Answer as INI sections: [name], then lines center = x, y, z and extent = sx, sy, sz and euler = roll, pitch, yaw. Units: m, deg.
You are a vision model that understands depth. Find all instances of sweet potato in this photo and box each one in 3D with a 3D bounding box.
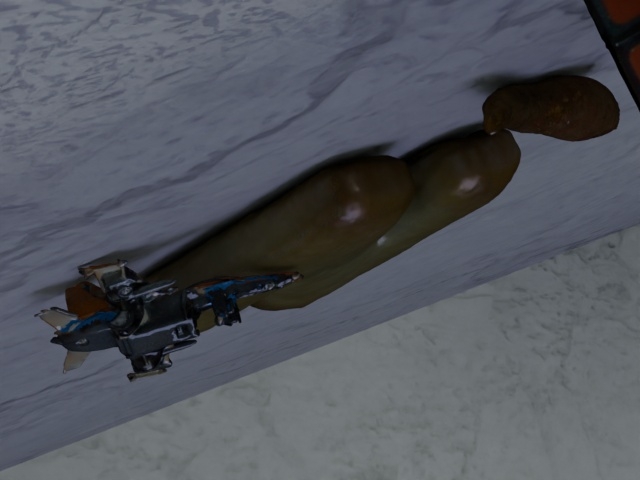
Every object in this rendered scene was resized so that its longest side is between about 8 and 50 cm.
[sweet potato]
center = 0.157, -0.093, 1.145
extent = 0.050, 0.050, 0.214
euler = -28, 168, 32

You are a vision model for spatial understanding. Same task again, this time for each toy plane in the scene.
[toy plane]
center = -0.105, 0.054, 1.162
extent = 0.188, 0.062, 0.135
euler = -6, 140, 5

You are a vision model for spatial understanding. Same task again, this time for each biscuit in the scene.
[biscuit]
center = 0.000, 0.000, 1.278
extent = 0.291, 0.062, 0.237
euler = -31, 169, 39

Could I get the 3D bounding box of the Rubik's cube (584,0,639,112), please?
[Rubik's cube]
center = 0.233, -0.106, 0.744
extent = 0.161, 0.163, 0.162
euler = -29, 170, 29
